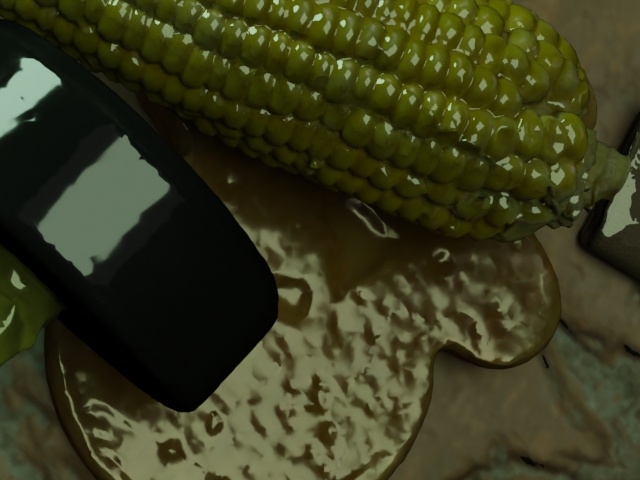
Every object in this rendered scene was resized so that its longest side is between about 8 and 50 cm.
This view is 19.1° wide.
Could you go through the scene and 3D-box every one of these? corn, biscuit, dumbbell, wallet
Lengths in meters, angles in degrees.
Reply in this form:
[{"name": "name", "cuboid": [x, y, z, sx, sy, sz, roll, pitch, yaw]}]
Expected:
[{"name": "corn", "cuboid": [-0.006, -0.097, 0.954, 0.347, 0.130, 0.130, 24, 74, -7]}, {"name": "biscuit", "cuboid": [-0.001, 0.000, 1.032, 0.275, 0.052, 0.355, 35, 73, -8]}, {"name": "dumbbell", "cuboid": [-0.191, 0.076, 0.843, 0.204, 0.204, 0.322, 44, 79, -10]}, {"name": "wallet", "cuboid": [0.239, -0.011, 1.134, 0.152, 0.039, 0.118, 28, 75, -14]}]
